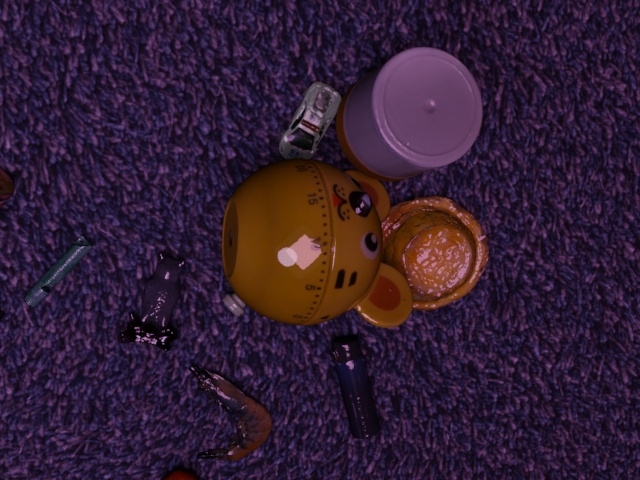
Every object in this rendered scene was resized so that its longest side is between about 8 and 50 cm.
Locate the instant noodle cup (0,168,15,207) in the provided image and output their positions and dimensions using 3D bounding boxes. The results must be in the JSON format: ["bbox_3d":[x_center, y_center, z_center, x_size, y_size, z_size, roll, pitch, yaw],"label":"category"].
[{"bbox_3d":[-0.764,-0.035,1.520,0.243,0.244,0.255,25,107,-12],"label":"instant noodle cup"}]

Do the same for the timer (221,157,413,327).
[{"bbox_3d":[0.000,0.000,1.568,0.386,0.376,0.376,2,103,-21],"label":"timer"}]

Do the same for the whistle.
[{"bbox_3d":[-0.566,0.068,1.654,0.039,0.039,0.186,43,93,-14],"label":"whistle"}]

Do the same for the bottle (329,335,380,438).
[{"bbox_3d":[0.079,0.340,1.783,0.082,0.072,0.245,-18,105,-22],"label":"bottle"}]

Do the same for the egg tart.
[{"bbox_3d":[0.249,0.036,1.721,0.288,0.118,0.288,-2,102,-12],"label":"egg tart"}]

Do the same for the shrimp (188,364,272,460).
[{"bbox_3d":[-0.247,0.413,1.769,0.262,0.051,0.198,43,95,-17],"label":"shrimp"}]

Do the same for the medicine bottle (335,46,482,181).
[{"bbox_3d":[0.176,-0.249,1.555,0.237,0.232,0.238,1,88,-17],"label":"medicine bottle"}]

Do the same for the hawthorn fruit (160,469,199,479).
[{"bbox_3d":[-0.327,0.592,1.767,0.128,0.128,0.128,-2,103,-7],"label":"hawthorn fruit"}]

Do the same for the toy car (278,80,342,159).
[{"bbox_3d":[-0.021,-0.249,1.645,0.093,0.058,0.186,28,97,-15],"label":"toy car"}]

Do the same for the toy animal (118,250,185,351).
[{"bbox_3d":[-0.359,0.132,1.657,0.121,0.117,0.210,14,103,-4],"label":"toy animal"}]

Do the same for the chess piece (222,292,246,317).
[{"bbox_3d":[-0.147,0.104,1.713,0.149,0.059,0.059,-40,105,-4],"label":"chess piece"}]

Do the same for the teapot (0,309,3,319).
[{"bbox_3d":[-0.748,0.197,1.627,0.087,0.096,0.177,28,97,-13],"label":"teapot"}]
